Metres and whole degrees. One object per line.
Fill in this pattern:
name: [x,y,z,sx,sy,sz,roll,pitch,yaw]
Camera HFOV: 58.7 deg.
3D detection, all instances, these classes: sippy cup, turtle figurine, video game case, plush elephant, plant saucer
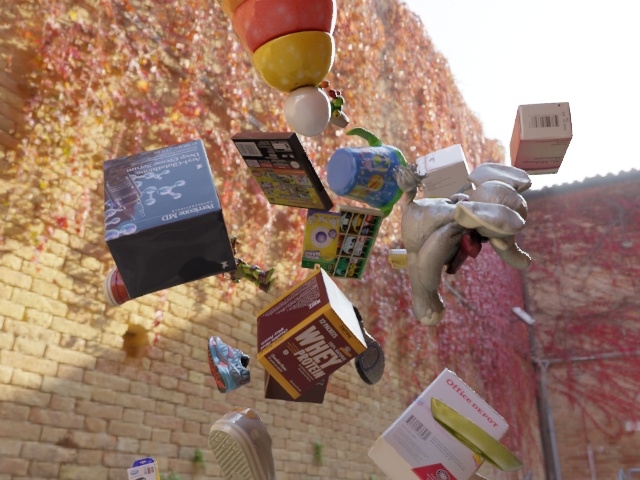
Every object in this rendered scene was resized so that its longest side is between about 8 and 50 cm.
sippy cup: [0.149,-0.233,2.006,0.223,0.306,0.240,2,-52,-38]
turtle figurine: [-0.253,0.079,1.800,0.217,0.087,0.270,24,-43,15]
video game case: [-0.112,-0.198,1.625,0.274,0.035,0.248,11,-41,47]
plush elephant: [0.310,-0.024,1.148,0.255,0.272,0.330,-2,-58,37]
plant saucer: [0.339,0.442,1.275,0.241,0.037,0.241,37,-11,8]

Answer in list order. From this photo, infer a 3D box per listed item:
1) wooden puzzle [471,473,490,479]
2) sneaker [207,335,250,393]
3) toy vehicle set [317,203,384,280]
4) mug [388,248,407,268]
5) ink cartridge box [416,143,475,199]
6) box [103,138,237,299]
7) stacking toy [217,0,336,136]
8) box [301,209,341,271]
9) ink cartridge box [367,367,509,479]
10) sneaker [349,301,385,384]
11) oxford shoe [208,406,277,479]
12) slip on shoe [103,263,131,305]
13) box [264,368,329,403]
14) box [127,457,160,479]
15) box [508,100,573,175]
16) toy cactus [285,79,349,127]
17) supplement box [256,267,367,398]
wooden puzzle: [0.356,0.714,1.691,0.220,0.044,0.238,31,-38,-17]
sneaker: [-0.299,0.405,1.877,0.125,0.262,0.104,-8,-60,-21]
toy vehicle set: [0.099,0.011,1.929,0.165,0.035,0.267,6,-62,-21]
mug: [0.261,0.059,1.919,0.064,0.062,0.078,7,9,8]
ink cartridge box: [0.451,-0.187,2.003,0.168,0.171,0.233,-18,-65,16]
box: [-0.423,-0.074,1.575,0.293,0.396,0.212,-16,-49,-10]
stacking toy: [-0.076,-0.492,1.407,0.350,0.481,0.350,-13,-4,-1]
box: [0.000,0.000,1.702,0.105,0.180,0.043,7,0,-3]
ink cartridge box: [0.308,0.521,1.479,0.306,0.226,0.131,-30,-26,-38]
sneaker: [0.116,0.331,1.863,0.110,0.297,0.129,-25,3,-18]
oxford shoe: [-0.174,0.626,1.512,0.169,0.130,0.450,2,-62,26]
slip on shoe: [-0.554,0.077,1.706,0.101,0.331,0.123,-13,-62,3]
box: [-0.062,0.319,1.591,0.168,0.167,0.203,9,-66,-10]
box: [-0.499,0.693,1.617,0.081,0.136,0.028,-14,-11,-1]
box: [0.670,-0.306,1.745,0.148,0.127,0.232,-1,-22,12]
toy cactus: [0.010,-0.365,1.606,0.180,0.112,0.218,25,-21,-39]
supplement box: [-0.027,0.196,1.238,0.191,0.194,0.129,-36,-69,7]
